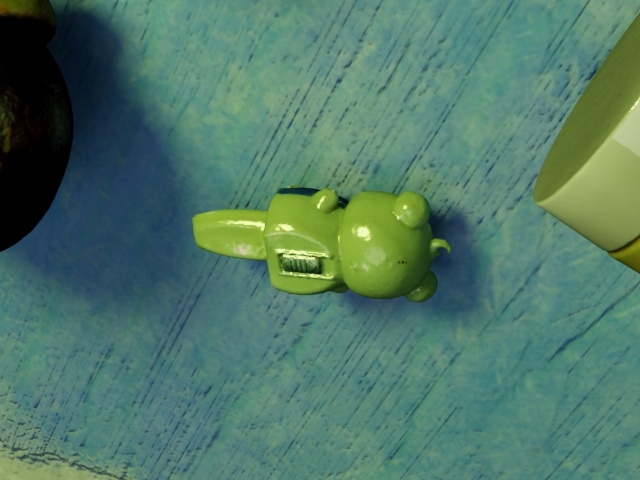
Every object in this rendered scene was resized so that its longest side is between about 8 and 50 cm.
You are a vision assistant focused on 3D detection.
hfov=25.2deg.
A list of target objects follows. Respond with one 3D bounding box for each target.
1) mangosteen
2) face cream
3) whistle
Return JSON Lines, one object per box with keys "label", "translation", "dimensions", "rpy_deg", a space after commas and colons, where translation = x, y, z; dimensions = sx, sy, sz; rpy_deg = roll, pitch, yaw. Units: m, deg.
{"label": "mangosteen", "translation": [-0.328, -0.135, 1.174], "dimensions": [0.275, 0.275, 0.302], "rpy_deg": [18, 96, 12]}
{"label": "face cream", "translation": [0.276, -0.065, 0.946], "dimensions": [0.179, 0.218, 0.218], "rpy_deg": [33, 131, -2]}
{"label": "whistle", "translation": [0.000, 0.000, 1.207], "dimensions": [0.227, 0.085, 0.105], "rpy_deg": [4, 125, 20]}
